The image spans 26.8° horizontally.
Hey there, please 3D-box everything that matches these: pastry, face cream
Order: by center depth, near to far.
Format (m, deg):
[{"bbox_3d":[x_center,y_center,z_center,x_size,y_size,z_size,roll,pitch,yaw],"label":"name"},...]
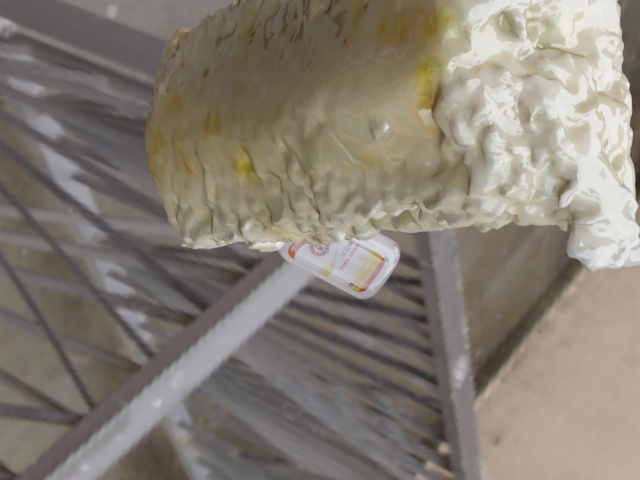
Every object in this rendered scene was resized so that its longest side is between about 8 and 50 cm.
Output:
[{"bbox_3d":[0.010,-0.053,0.485,0.089,0.258,0.121,9,86,-32],"label":"pastry"},{"bbox_3d":[0.000,0.000,0.726,0.040,0.083,0.021,-56,-164,24],"label":"face cream"}]
